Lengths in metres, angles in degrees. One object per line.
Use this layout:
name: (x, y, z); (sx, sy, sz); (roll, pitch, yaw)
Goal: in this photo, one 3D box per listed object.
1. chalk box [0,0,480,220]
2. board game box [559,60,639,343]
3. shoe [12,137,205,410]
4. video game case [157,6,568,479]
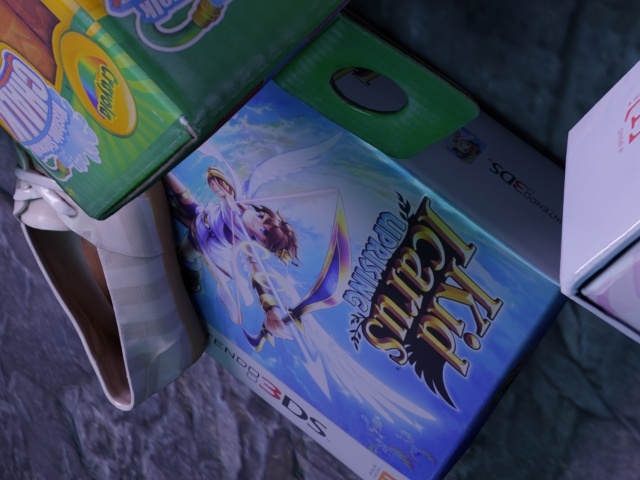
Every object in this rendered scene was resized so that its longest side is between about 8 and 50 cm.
chalk box: (-0.064, -0.131, 0.608); (0.289, 0.179, 0.180); (47, 160, -5)
board game box: (0.267, -0.023, 0.291); (0.318, 0.066, 0.319); (33, 125, -15)
shoe: (-0.119, 0.000, 0.850); (0.076, 0.058, 0.219); (17, 138, 40)
video game case: (0.000, 0.000, 0.828); (0.244, 0.061, 0.269); (37, 148, 11)
